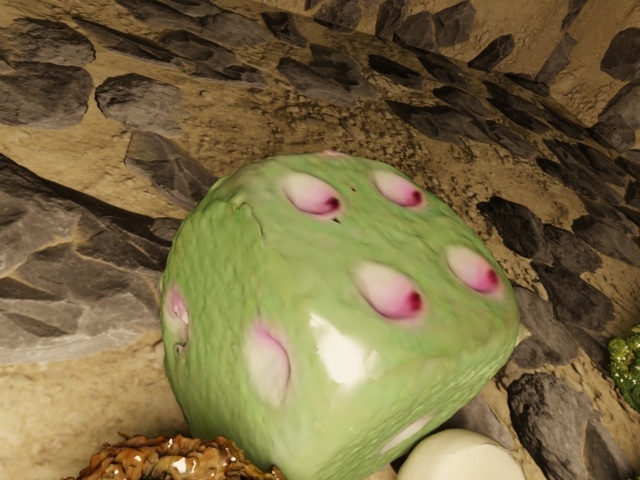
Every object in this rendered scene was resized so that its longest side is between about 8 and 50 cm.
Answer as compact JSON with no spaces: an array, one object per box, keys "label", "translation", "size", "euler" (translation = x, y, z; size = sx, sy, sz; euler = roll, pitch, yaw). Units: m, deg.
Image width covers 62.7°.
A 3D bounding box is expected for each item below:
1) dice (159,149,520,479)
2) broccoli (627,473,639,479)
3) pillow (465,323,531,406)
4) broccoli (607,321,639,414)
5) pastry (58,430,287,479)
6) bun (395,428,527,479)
[{"label":"dice","translation":[0.008,0.098,0.646],"size":[0.322,0.318,0.330],"euler":[-9,50,-41]},{"label":"broccoli","translation":[0.523,0.437,0.751],"size":[0.242,0.273,0.180],"euler":[-4,1,-24]},{"label":"pillow","translation":[0.204,0.138,0.936],"size":[0.280,0.076,0.274],"euler":[38,35,24]},{"label":"broccoli","translation":[0.740,0.250,1.018],"size":[0.321,0.304,0.283],"euler":[38,6,10]},{"label":"pastry","translation":[-0.119,0.289,0.424],"size":[0.274,0.193,0.275],"euler":[4,70,-12]},{"label":"bun","translation":[0.164,0.318,0.644],"size":[0.172,0.120,0.173],"euler":[6,77,-25]}]
